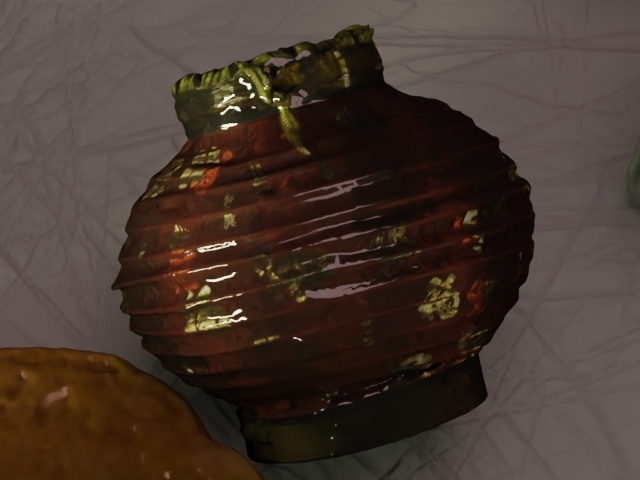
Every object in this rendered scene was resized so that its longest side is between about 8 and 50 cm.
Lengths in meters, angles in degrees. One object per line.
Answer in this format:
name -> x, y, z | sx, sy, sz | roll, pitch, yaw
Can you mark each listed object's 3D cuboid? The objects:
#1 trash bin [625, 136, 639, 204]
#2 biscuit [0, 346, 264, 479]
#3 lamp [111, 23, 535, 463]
trash bin -> 0.369, -0.159, 1.129 | 0.256, 0.296, 0.368 | 35, 67, 13
biscuit -> -0.196, 0.197, 0.939 | 0.312, 0.057, 0.351 | 9, 48, 14
lamp -> 0.000, 0.000, 1.012 | 0.247, 0.247, 0.247 | 3, 59, -5
